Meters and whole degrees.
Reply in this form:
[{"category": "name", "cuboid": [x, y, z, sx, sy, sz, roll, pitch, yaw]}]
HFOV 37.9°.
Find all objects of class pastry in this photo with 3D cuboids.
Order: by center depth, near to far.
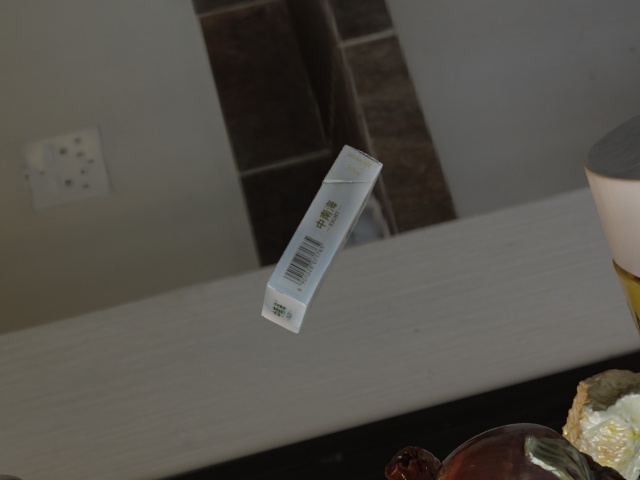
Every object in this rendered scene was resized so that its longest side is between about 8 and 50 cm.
[{"category": "pastry", "cuboid": [0.354, 0.247, 1.161, 0.258, 0.121, 0.089, 79, 174, -46]}]

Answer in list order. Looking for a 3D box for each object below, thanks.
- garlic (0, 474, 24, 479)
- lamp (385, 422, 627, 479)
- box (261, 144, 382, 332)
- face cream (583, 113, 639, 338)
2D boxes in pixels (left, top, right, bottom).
[{"category": "garlic", "cuboid": [-0.426, 0.435, 1.264, 0.218, 0.218, 0.212, -177, 100, -85]}, {"category": "lamp", "cuboid": [0.157, 0.256, 0.827, 0.151, 0.223, 0.215, 59, -153, -5]}, {"category": "box", "cuboid": [0.000, 0.000, 1.341, 0.243, 0.067, 0.155, -62, -2, -22]}, {"category": "face cream", "cuboid": [0.277, 0.007, 0.510, 0.218, 0.218, 0.179, -127, 14, -77]}]
